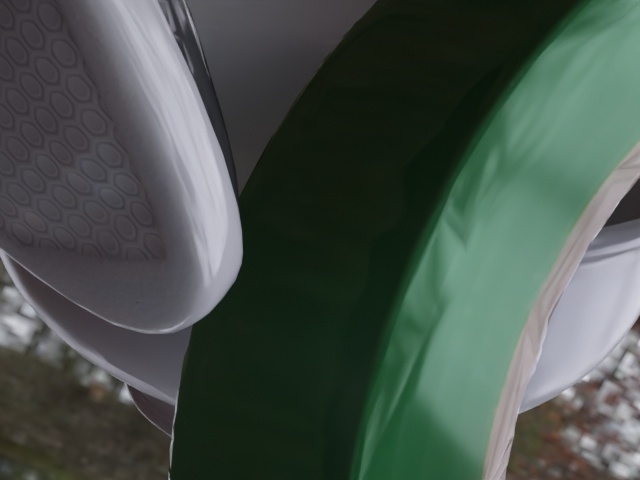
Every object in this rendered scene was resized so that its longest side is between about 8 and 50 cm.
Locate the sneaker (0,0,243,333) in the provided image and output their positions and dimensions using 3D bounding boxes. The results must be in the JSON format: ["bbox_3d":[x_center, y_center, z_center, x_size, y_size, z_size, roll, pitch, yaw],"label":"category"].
[{"bbox_3d":[-0.068,-0.131,0.433,0.147,0.296,0.104,-33,-176,-40],"label":"sneaker"}]

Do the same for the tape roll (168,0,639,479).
[{"bbox_3d":[0.109,0.059,0.552,0.077,0.321,0.321,13,-102,52],"label":"tape roll"}]

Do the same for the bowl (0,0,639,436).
[{"bbox_3d":[0.000,0.000,0.743,0.298,0.298,0.134,43,-49,55],"label":"bowl"}]
